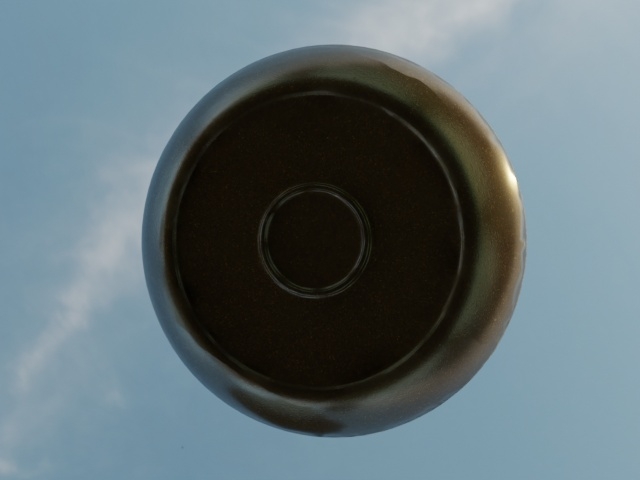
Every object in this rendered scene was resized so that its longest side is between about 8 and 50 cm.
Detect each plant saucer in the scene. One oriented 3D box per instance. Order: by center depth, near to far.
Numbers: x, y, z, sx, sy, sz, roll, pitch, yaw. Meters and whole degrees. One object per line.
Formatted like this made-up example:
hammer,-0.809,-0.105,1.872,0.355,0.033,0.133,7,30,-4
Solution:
plant saucer,0.000,0.000,0.815,0.311,0.050,0.310,0,-91,13
